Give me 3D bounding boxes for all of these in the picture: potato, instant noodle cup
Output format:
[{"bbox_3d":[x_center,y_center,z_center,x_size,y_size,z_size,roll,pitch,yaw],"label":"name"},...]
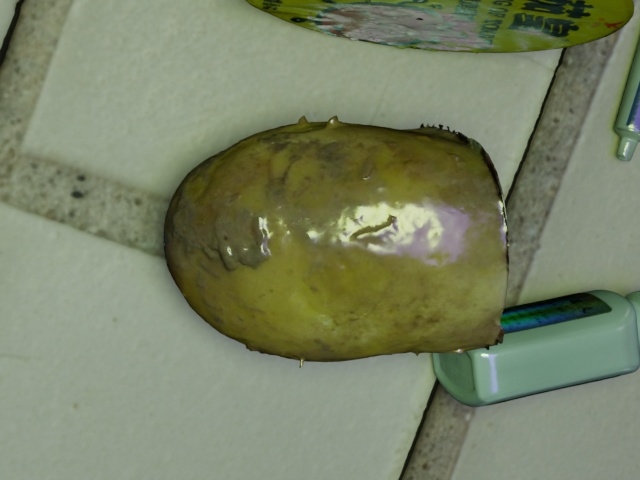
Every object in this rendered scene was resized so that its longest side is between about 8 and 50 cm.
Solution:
[{"bbox_3d":[0.000,0.000,1.114,0.266,0.229,0.229,-9,99,-11],"label":"potato"},{"bbox_3d":[0.101,-0.311,1.057,0.326,0.325,0.254,7,86,-18],"label":"instant noodle cup"}]

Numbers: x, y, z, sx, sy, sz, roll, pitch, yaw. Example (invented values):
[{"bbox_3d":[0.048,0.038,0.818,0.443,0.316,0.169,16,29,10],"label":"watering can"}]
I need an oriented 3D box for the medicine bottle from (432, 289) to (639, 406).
[{"bbox_3d":[0.230,0.096,1.233,0.229,0.121,0.083,-11,99,-16],"label":"medicine bottle"}]

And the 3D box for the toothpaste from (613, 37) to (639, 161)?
[{"bbox_3d":[0.327,-0.173,1.278,0.057,0.035,0.197,17,90,-34],"label":"toothpaste"}]
